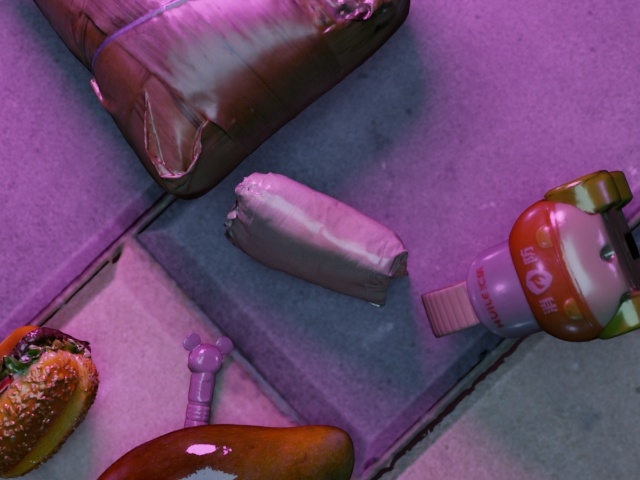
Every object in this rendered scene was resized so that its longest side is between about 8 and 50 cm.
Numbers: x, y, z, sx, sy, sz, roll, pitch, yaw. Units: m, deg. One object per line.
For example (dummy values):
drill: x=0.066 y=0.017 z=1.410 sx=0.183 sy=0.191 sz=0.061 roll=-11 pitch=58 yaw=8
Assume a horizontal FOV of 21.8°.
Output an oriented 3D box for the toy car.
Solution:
toy car: x=0.198 y=0.038 z=1.537 sx=0.235 sy=0.235 sz=0.145 roll=-21 pitch=86 yaw=0

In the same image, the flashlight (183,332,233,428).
flashlight: x=-0.117 y=0.146 z=1.623 sx=0.052 sy=0.031 sz=0.110 roll=8 pitch=91 yaw=-23

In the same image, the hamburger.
hamburger: x=-0.283 y=0.160 z=1.573 sx=0.087 sy=0.137 sz=0.166 roll=41 pitch=95 yaw=25

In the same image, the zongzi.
zongzi: x=-0.121 y=-0.265 z=1.590 sx=0.323 sy=0.160 sz=0.360 roll=-39 pitch=80 yaw=-6

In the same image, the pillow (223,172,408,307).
pillow: x=0.000 y=0.000 z=1.580 sx=0.181 sy=0.134 sz=0.078 roll=26 pitch=76 yaw=2

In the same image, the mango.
mango: x=-0.097 y=0.233 z=1.571 sx=0.267 sy=0.111 sz=0.133 roll=-13 pitch=115 yaw=-2
